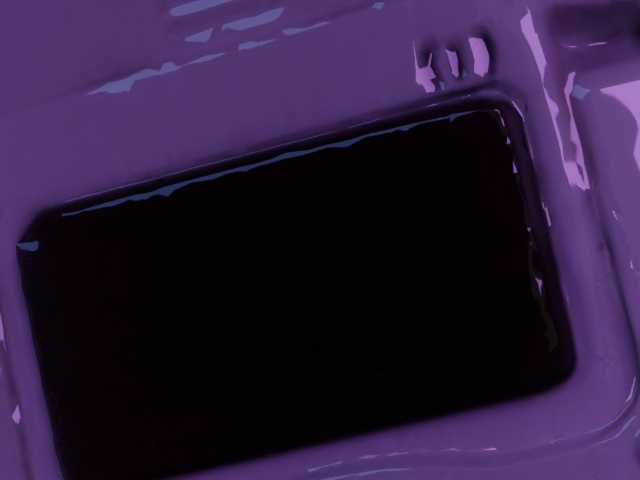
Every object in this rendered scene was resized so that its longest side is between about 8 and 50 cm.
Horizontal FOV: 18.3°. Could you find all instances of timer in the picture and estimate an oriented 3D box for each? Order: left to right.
[{"bbox_3d":[0.000,0.000,0.524,0.262,0.087,0.237,-15,81,15],"label":"timer"}]
